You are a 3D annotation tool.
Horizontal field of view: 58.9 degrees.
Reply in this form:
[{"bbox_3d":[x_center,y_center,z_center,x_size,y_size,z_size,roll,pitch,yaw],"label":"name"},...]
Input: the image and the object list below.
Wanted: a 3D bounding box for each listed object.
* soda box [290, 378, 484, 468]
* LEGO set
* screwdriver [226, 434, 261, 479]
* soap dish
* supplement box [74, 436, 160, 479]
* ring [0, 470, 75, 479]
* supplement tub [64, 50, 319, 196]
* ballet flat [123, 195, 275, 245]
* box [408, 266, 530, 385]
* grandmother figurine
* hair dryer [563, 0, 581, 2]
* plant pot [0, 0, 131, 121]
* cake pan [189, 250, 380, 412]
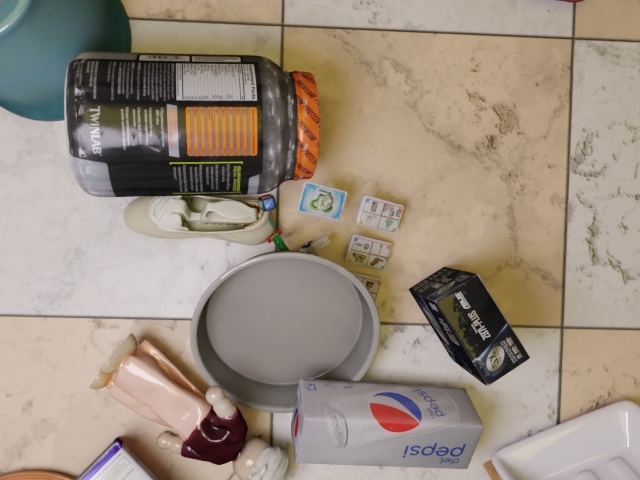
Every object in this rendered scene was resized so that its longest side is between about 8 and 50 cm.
[{"bbox_3d":[0.101,0.291,0.900,0.286,0.091,0.098,6,116,-10],"label":"soda box"},{"bbox_3d":[0.000,0.000,0.924,0.244,0.060,0.182,12,99,-25],"label":"LEGO set"},{"bbox_3d":[-0.152,0.399,0.963,0.024,0.025,0.170,37,81,-2],"label":"screwdriver"},{"bbox_3d":[0.440,0.392,0.890,0.290,0.229,0.118,-21,108,-2],"label":"soap dish"},{"bbox_3d":[-0.285,0.432,0.893,0.220,0.111,0.114,46,67,-3],"label":"supplement box"},{"bbox_3d":[-0.475,0.546,0.942,0.336,0.032,0.337,0,92,-3],"label":"ring"},{"bbox_3d":[-0.181,-0.169,0.839,0.338,0.207,0.207,-2,91,-11],"label":"supplement tub"},{"bbox_3d":[-0.197,-0.044,0.913,0.248,0.086,0.086,4,91,-4],"label":"ballet flat"},{"bbox_3d":[0.224,0.126,0.887,0.077,0.180,0.147,-32,93,-2],"label":"box"},{"bbox_3d":[-0.190,0.286,0.900,0.342,0.208,0.104,38,48,-5],"label":"grandmother figurine"},{"bbox_3d":[0.402,-0.502,0.950,0.293,0.080,0.224,-33,77,-7],"label":"hair dryer"},{"bbox_3d":[-0.443,-0.329,0.812,0.271,0.255,0.272,0,91,-3],"label":"plant pot"},{"bbox_3d":[-0.054,0.141,0.893,0.293,0.054,0.293,-2,114,-4],"label":"cake pan"}]
